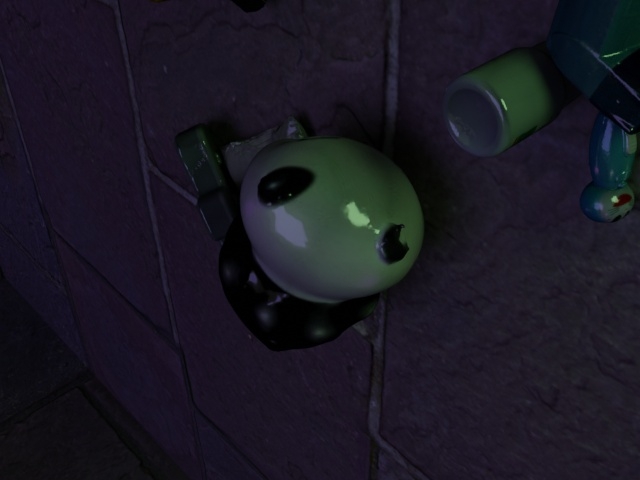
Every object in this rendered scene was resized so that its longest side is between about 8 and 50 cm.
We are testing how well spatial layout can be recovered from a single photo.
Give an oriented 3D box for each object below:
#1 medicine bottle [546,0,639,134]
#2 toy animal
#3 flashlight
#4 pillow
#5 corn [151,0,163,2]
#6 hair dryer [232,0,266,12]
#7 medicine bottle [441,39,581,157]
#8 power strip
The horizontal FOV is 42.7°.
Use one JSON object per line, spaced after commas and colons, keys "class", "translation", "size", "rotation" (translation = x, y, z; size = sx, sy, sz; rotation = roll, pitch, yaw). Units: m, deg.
{"class": "medicine bottle", "translation": [0.257, -0.216, 0.639], "size": [0.124, 0.079, 0.258], "rotation": [42, 145, 33]}
{"class": "toy animal", "translation": [0.000, 0.000, 1.047], "size": [0.251, 0.251, 0.310], "rotation": [51, 156, 13]}
{"class": "flashlight", "translation": [0.271, -0.076, 0.772], "size": [0.051, 0.051, 0.129], "rotation": [23, 131, 45]}
{"class": "pillow", "translation": [-0.066, -0.102, 1.241], "size": [0.229, 0.050, 0.148], "rotation": [-7, 117, 58]}
{"class": "corn", "translation": [-0.208, -0.390, 1.176], "size": [0.203, 0.072, 0.072], "rotation": [2, 118, 54]}
{"class": "hair dryer", "translation": [-0.176, -0.476, 1.007], "size": [0.120, 0.303, 0.360], "rotation": [-22, 66, 25]}
{"class": "medicine bottle", "translation": [0.183, -0.136, 0.765], "size": [0.080, 0.130, 0.080], "rotation": [36, 141, 35]}
{"class": "power strip", "translation": [-0.160, -0.056, 1.329], "size": [0.194, 0.059, 0.265], "rotation": [-110, -3, -76]}
